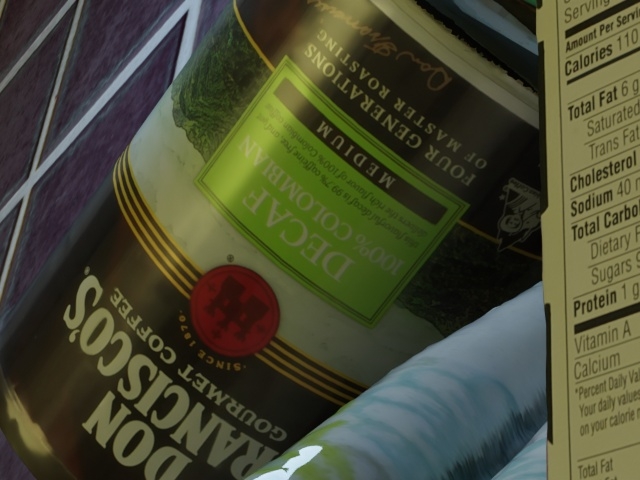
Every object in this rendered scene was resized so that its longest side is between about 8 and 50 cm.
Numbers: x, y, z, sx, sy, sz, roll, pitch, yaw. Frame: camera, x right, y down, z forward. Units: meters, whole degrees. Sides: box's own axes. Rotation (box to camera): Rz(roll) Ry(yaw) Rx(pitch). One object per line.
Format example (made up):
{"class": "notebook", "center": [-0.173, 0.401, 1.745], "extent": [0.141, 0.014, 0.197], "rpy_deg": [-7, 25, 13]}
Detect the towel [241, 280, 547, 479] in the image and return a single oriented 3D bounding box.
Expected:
{"class": "towel", "center": [0.000, 0.187, 0.449], "extent": [0.374, 0.090, 0.321], "rpy_deg": [-26, -51, -66]}

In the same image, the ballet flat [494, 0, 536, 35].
{"class": "ballet flat", "center": [0.150, -0.087, 0.744], "extent": [0.280, 0.096, 0.095], "rpy_deg": [49, 125, 27]}

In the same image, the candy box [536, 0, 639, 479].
{"class": "candy box", "center": [0.118, 0.044, 0.372], "extent": [0.071, 0.159, 0.233], "rpy_deg": [-22, 55, 41]}

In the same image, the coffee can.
{"class": "coffee can", "center": [0.000, 0.000, 0.874], "extent": [0.275, 0.201, 0.201], "rpy_deg": [-53, 23, 19]}
